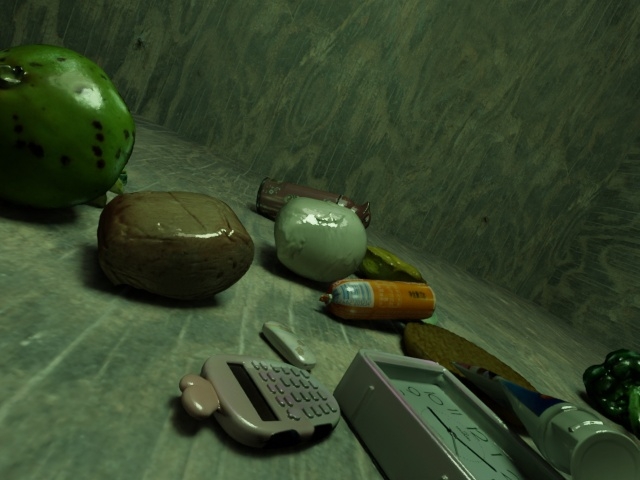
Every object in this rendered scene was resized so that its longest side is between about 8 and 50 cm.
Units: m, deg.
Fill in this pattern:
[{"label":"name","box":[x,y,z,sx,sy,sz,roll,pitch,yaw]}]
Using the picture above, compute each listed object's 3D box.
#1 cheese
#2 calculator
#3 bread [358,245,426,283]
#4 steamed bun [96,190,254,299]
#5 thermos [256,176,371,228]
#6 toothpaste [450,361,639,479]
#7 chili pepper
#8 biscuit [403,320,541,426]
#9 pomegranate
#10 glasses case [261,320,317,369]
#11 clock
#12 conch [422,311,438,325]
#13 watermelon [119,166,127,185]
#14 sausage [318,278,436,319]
[{"label":"cheese","box":[0.000,0.000,0.806,0.189,0.154,0.198,7,17,-6]},{"label":"calculator","box":[-0.049,0.138,0.357,0.166,0.024,0.103,20,12,-43]},{"label":"bread","box":[0.175,0.078,1.069,0.233,0.088,0.161,19,17,-47]},{"label":"steamed bun","box":[-0.174,0.009,0.493,0.175,0.106,0.145,3,27,-33]},{"label":"thermos","box":[-0.018,-0.084,1.186,0.330,0.136,0.109,14,-18,8]},{"label":"toothpaste","box":[0.225,0.184,0.444,0.096,0.061,0.266,32,-3,3]},{"label":"chili pepper","box":[0.675,0.326,0.856,0.174,0.165,0.261,44,18,22]},{"label":"biscuit","box":[0.252,0.217,0.677,0.262,0.037,0.262,26,10,-5]},{"label":"pomegranate","box":[-0.349,-0.131,0.538,0.211,0.211,0.263,28,-23,7]},{"label":"glasses case","box":[-0.037,0.121,0.474,0.083,0.021,0.032,34,10,39]},{"label":"clock","box":[0.120,0.193,0.389,0.150,0.063,0.197,20,12,-34]},{"label":"conch","box":[0.201,0.144,0.841,0.180,0.065,0.088,23,8,-45]},{"label":"watermelon","box":[-0.439,-0.177,0.758,0.098,0.121,0.158,-13,30,-40]},{"label":"sausage","box":[0.099,0.103,0.709,0.234,0.071,0.071,8,19,-33]}]
